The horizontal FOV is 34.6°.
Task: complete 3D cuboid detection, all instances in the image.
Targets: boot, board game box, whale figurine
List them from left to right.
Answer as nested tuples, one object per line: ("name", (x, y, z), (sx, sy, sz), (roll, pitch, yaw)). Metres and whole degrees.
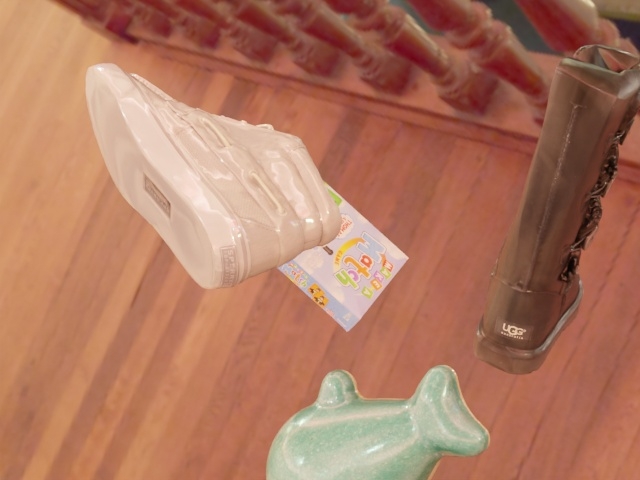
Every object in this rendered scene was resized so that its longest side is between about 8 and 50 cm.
("boot", (-0.090, -0.066, 0.837), (0.258, 0.123, 0.095), (51, 145, 33))
("board game box", (0.000, 0.000, 1.358), (0.039, 0.211, 0.160), (-48, -1, 41))
("whale figurine", (0.051, 0.243, 1.138), (0.272, 0.141, 0.216), (-35, 73, 32))
("boot", (0.356, -0.076, 1.504), (0.146, 0.367, 0.445), (14, 118, 12))
